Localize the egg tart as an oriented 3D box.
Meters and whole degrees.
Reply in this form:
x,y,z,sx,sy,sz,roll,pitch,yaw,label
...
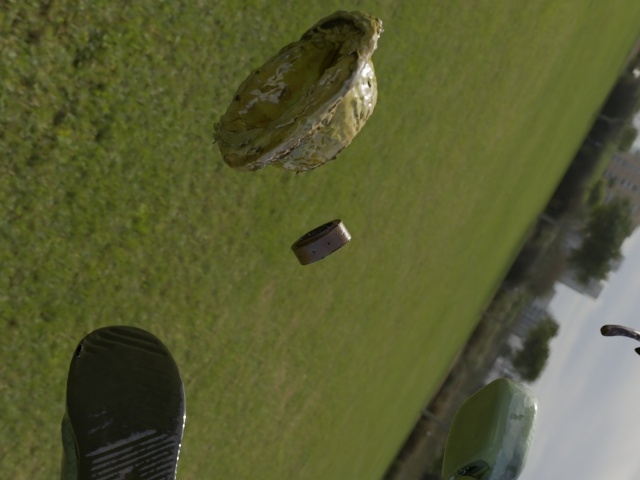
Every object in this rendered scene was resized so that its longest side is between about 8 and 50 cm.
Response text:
x,y,z,sx,sy,sz,roll,pitch,yaw,label
-0.017,-0.194,1.226,0.288,0.118,0.288,-35,-151,23,egg tart

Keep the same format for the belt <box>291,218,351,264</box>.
x,y,z,sx,sy,sz,roll,pitch,yaw,label
0.000,0.000,1.263,0.083,0.036,0.059,-27,-162,15,belt

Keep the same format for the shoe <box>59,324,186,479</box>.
x,y,z,sx,sy,sz,roll,pitch,yaw,label
-0.180,0.203,0.777,0.098,0.103,0.274,121,-26,-51,shoe

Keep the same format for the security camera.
x,y,z,sx,sy,sz,roll,pitch,yaw,label
0.193,0.312,1.106,0.157,0.080,0.301,-52,-172,50,security camera

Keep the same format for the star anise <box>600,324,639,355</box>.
x,y,z,sx,sy,sz,roll,pitch,yaw,label
0.454,0.135,1.111,0.177,0.234,0.073,57,44,-77,star anise
